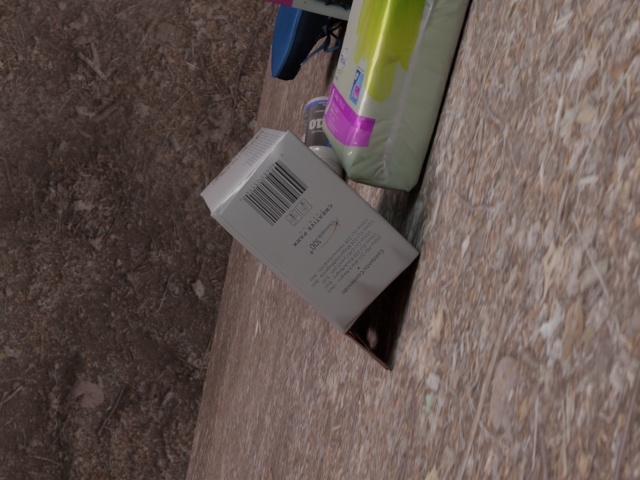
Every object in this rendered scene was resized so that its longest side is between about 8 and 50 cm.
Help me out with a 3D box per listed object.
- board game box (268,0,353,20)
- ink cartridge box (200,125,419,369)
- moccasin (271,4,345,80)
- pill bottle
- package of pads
[{"bbox_3d":[0.026,-0.488,1.831,0.097,0.223,0.303,-92,16,-61],"label":"board game box"},{"bbox_3d":[0.000,0.000,1.506,0.130,0.272,0.309,-47,10,-1],"label":"ink cartridge box"},{"bbox_3d":[-0.001,-0.412,2.280,0.342,0.116,0.138,121,147,-51],"label":"moccasin"},{"bbox_3d":[0.006,-0.152,1.978,0.078,0.078,0.137,119,161,-61],"label":"pill bottle"},{"bbox_3d":[0.090,-0.231,1.491,0.229,0.101,0.297,-109,33,-71],"label":"package of pads"}]
